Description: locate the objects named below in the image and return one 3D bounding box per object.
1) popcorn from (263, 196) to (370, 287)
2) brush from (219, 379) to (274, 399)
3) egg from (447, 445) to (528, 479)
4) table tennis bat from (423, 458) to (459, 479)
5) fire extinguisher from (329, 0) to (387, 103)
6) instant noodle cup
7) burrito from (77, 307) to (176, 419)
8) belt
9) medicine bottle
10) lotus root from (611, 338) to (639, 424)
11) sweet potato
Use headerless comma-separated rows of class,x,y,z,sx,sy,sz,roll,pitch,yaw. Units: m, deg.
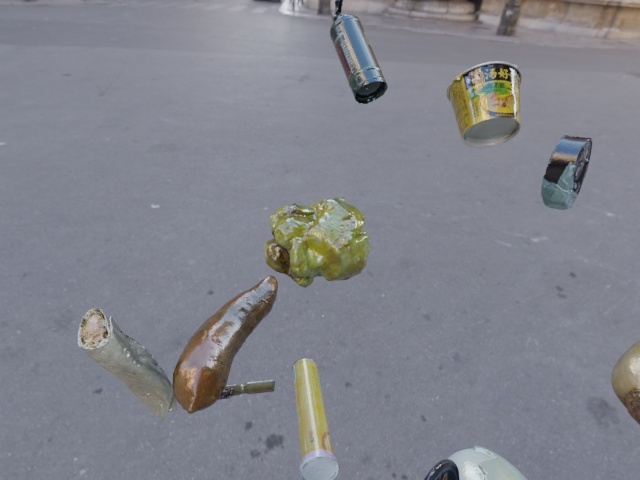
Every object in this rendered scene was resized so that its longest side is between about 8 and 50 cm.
popcorn,-0.002,0.006,1.059,0.276,0.226,0.276,-14,0,0
brush,-0.275,0.504,1.349,0.247,0.043,0.036,0,12,-15
egg,0.346,0.616,0.844,0.278,0.278,0.336,5,38,2
table tennis bat,0.194,0.483,0.682,0.150,0.236,0.027,-16,17,-42
fire extinguisher,0.083,-0.510,1.068,0.093,0.118,0.294,-16,76,-9
instant noodle cup,0.348,-0.275,0.840,0.151,0.151,0.122,0,71,-5
burrito,-0.315,0.212,0.680,0.060,0.226,0.087,-35,22,-9
belt,0.666,-0.182,1.091,0.078,0.199,0.151,22,17,40
medicine bottle,-0.029,0.534,1.264,0.108,0.108,0.426,-2,22,-7
lotus root,0.298,0.114,0.339,0.150,0.062,0.073,-14,29,-30
sweet potato,-0.167,0.165,0.713,0.097,0.097,0.292,14,43,15
